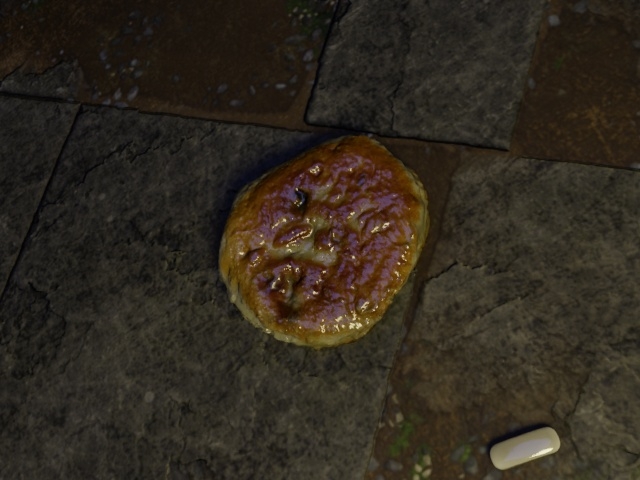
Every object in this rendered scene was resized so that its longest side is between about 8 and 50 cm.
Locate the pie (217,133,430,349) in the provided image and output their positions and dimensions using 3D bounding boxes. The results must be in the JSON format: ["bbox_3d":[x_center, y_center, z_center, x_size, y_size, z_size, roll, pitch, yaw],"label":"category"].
[{"bbox_3d":[0.000,0.000,1.110,0.315,0.092,0.315,-6,68,16],"label":"pie"}]

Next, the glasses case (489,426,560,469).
[{"bbox_3d":[0.242,0.246,0.958,0.083,0.021,0.032,-23,63,11],"label":"glasses case"}]
